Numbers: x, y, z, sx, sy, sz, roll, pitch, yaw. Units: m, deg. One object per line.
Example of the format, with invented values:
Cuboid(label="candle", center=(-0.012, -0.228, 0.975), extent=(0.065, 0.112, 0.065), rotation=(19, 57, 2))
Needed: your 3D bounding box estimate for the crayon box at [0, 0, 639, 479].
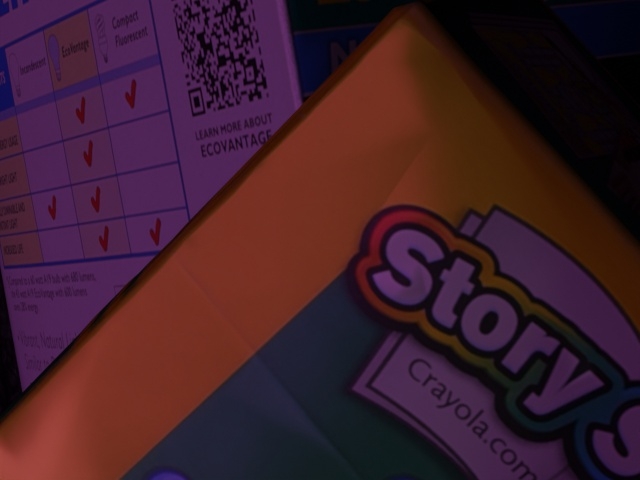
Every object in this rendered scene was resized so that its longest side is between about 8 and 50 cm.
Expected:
Cuboid(label="crayon box", center=(0.057, 0.158, 0.437), extent=(0.313, 0.106, 0.363), rotation=(-43, 85, 25))

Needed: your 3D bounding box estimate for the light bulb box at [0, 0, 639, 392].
Cuboid(label="light bulb box", center=(0.000, 0.000, 0.706), extent=(0.358, 0.225, 0.361), rotation=(-5, 95, 58))
